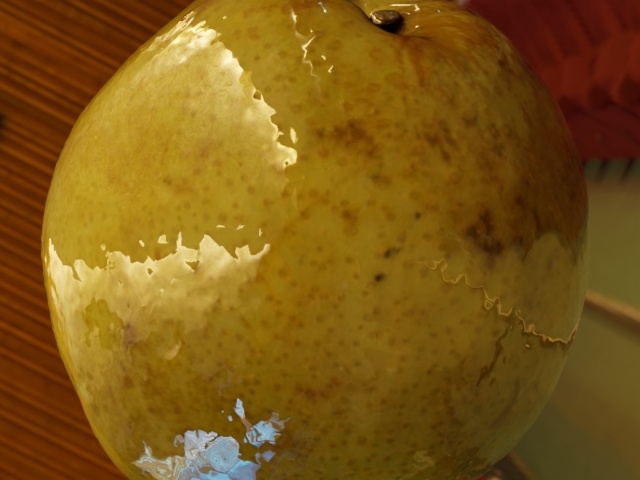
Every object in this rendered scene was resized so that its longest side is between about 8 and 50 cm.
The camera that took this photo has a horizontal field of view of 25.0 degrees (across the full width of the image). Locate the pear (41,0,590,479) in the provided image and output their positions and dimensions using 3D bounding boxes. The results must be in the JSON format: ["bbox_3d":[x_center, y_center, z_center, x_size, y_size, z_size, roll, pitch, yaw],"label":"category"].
[{"bbox_3d":[0.000,0.000,0.780,0.304,0.304,0.304,-62,3,7],"label":"pear"}]
